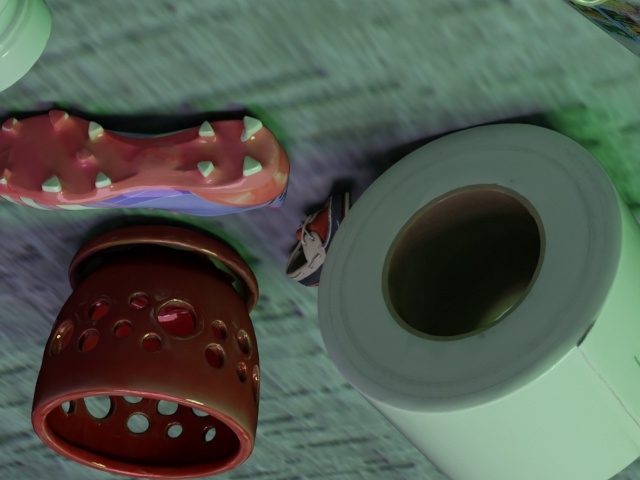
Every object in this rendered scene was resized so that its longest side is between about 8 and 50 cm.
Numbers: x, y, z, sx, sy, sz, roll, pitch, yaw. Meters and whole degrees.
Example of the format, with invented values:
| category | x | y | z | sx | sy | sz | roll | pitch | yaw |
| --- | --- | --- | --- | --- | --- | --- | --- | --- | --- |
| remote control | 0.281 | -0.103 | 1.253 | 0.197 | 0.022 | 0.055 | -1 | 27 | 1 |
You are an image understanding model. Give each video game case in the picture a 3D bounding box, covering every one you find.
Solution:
| category | x | y | z | sx | sy | sz | roll | pitch | yaw |
| --- | --- | --- | --- | --- | --- | --- | --- | --- | --- |
| video game case | 0.221 | -0.136 | 1.082 | 0.143 | 0.019 | 0.157 | 30 | -179 | -33 |

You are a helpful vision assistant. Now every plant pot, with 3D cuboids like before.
| category | x | y | z | sx | sy | sz | roll | pitch | yaw |
| --- | --- | --- | --- | --- | --- | --- | --- | --- | --- |
| plant pot | -0.143 | 0.096 | 1.454 | 0.191 | 0.174 | 0.191 | 4 | 148 | 2 |

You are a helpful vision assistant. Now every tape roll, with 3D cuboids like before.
| category | x | y | z | sx | sy | sz | roll | pitch | yaw |
| --- | --- | --- | --- | --- | --- | --- | --- | --- | --- |
| tape roll | 0.141 | 0.056 | 1.280 | 0.246 | 0.246 | 0.169 | -12 | 144 | 26 |

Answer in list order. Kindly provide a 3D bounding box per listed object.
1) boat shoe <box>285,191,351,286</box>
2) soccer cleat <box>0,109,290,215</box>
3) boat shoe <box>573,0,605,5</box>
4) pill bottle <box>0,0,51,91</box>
| category | x | y | z | sx | sy | sz | roll | pitch | yaw |
| --- | --- | --- | --- | --- | --- | --- | --- | --- | --- |
| boat shoe | 0.000 | 0.000 | 1.401 | 0.043 | 0.049 | 0.137 | 10 | 153 | -4 |
| soccer cleat | -0.146 | -0.050 | 1.315 | 0.248 | 0.083 | 0.095 | -2 | 152 | 7 |
| boat shoe | 0.148 | -0.252 | 0.911 | 0.113 | 0.103 | 0.302 | -3 | 147 | 13 |
| pill bottle | -0.268 | -0.189 | 1.063 | 0.124 | 0.124 | 0.221 | -10 | 146 | 24 |
